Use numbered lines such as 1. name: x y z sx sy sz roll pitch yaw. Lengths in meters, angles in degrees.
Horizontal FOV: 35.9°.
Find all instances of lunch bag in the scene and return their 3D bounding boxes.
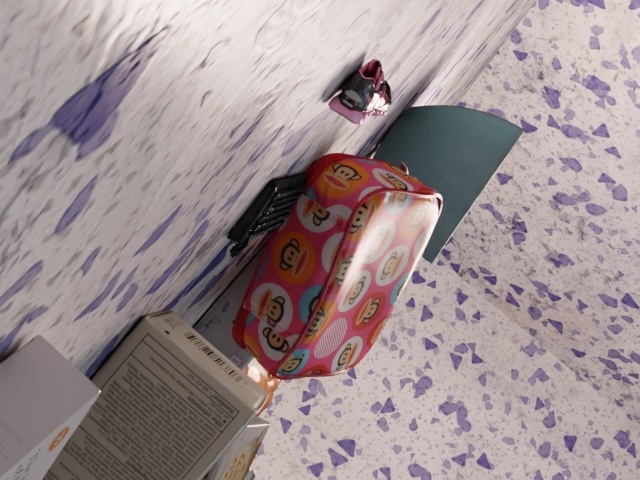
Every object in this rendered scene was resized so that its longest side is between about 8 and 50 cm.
1. lunch bag: 0.038 0.037 1.283 0.258 0.120 0.293 3 118 -54

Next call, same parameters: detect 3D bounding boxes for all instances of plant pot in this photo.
1. plant pot: 0.203 -0.130 1.780 0.290 0.195 0.290 -55 174 -9

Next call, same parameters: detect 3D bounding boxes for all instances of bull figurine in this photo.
1. bull figurine: -0.137 0.256 1.867 0.188 0.101 0.310 -52 154 -15

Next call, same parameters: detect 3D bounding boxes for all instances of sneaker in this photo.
1. sneaker: 0.050 -0.153 0.974 0.057 0.047 0.119 -64 172 24

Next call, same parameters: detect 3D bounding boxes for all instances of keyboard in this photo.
1. keyboard: -0.059 -0.025 1.090 0.108 0.023 0.180 -50 176 11

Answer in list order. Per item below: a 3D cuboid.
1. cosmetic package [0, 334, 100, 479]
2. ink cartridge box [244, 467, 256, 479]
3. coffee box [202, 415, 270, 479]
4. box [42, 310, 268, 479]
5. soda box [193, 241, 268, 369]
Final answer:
1. cosmetic package: -0.234 0.171 0.640 0.239 0.060 0.099 -52 177 35
2. ink cartridge box: -0.222 0.330 1.394 0.114 0.197 0.273 -48 176 -29
3. coffee box: -0.165 0.296 1.104 0.246 0.098 0.141 -64 164 -3
4. box: -0.207 0.232 0.976 0.311 0.148 0.121 -48 177 2
5. soda box: -0.068 0.067 1.405 0.286 0.091 0.098 -49 177 -7
